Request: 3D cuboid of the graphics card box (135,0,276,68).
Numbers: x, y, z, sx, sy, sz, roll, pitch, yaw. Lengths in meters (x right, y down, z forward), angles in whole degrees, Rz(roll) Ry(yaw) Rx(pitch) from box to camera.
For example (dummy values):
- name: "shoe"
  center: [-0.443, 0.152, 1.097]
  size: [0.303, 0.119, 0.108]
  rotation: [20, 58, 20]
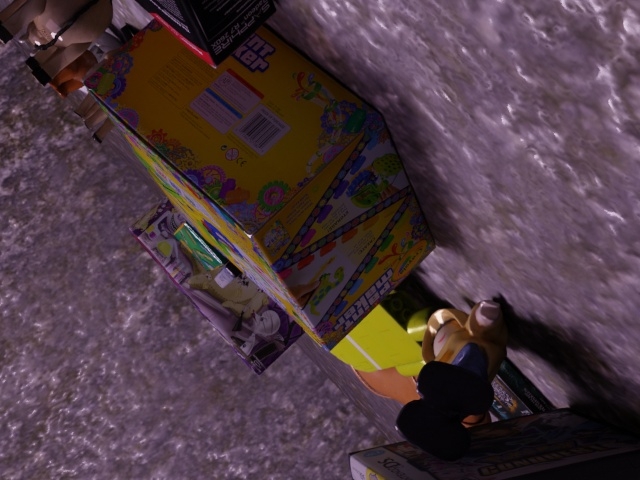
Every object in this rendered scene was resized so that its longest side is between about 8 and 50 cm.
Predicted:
- name: "graphics card box"
  center: [-0.178, -0.330, 1.184]
  size: [0.233, 0.094, 0.371]
  rotation: [43, 172, 25]

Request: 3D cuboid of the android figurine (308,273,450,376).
- name: "android figurine"
  center: [0.058, 0.095, 1.814]
  size: [0.248, 0.056, 0.273]
  rotation: [44, 152, -13]

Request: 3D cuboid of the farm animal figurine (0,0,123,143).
- name: "farm animal figurine"
  center: [-0.342, -0.318, 1.713]
  size: [0.330, 0.172, 0.327]
  rotation: [49, 178, -40]

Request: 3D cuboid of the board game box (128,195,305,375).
- name: "board game box"
  center: [-0.123, 0.034, 2.171]
  size: [0.056, 0.208, 0.347]
  rotation: [29, 161, 54]

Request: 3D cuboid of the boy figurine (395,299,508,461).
- name: "boy figurine"
  center: [0.153, 0.136, 1.513]
  size: [0.092, 0.177, 0.285]
  rotation: [25, -163, 2]

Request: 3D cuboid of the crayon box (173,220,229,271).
- name: "crayon box"
  center: [-0.115, -0.043, 1.928]
  size: [0.081, 0.165, 0.278]
  rotation: [47, 172, -4]

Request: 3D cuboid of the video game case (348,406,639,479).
- name: "video game case"
  center: [0.192, 0.236, 1.457]
  size: [0.248, 0.274, 0.035]
  rotation: [-172, 72, -76]

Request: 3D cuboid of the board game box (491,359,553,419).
- name: "board game box"
  center: [0.228, 0.183, 1.761]
  size: [0.126, 0.026, 0.186]
  rotation: [47, 172, 3]

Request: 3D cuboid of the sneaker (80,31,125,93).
- name: "sneaker"
  center: [-0.312, -0.262, 2.122]
  size: [0.292, 0.108, 0.169]
  rotation: [37, 170, -1]

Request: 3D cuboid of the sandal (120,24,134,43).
- name: "sandal"
  center: [-0.252, -0.273, 1.997]
  size: [0.067, 0.040, 0.179]
  rotation: [61, 179, -38]

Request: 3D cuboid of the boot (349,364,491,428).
- name: "boot"
  center: [0.135, 0.188, 1.978]
  size: [0.283, 0.109, 0.220]
  rotation: [49, 169, 20]

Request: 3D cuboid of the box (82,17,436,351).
- name: "box"
  center: [-0.060, -0.077, 1.476]
  size: [0.290, 0.177, 0.279]
  rotation: [41, 169, 31]

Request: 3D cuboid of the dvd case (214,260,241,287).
- name: "dvd case"
  center: [-0.056, -0.011, 1.735]
  size: [0.022, 0.180, 0.253]
  rotation: [49, 171, -1]
